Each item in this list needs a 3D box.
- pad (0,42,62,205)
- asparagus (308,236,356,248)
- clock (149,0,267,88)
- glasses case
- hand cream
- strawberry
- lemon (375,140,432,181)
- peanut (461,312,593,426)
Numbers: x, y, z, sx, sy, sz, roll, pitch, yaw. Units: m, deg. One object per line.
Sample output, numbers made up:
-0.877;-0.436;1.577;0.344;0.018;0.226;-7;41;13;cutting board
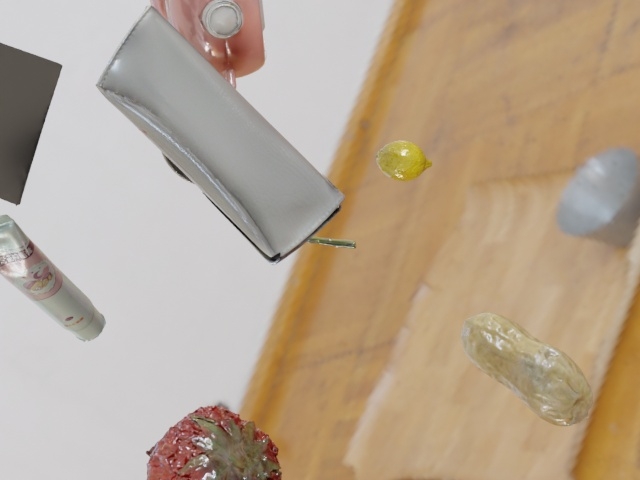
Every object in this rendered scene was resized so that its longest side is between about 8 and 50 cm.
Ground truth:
-0.415;-0.154;1.615;0.006;0.245;0.170;5;-76;-68;pad
0.000;0.000;2.232;0.014;0.114;0.015;-70;-16;-56;asparagus
-0.141;-0.306;1.742;0.142;0.227;0.241;-9;29;-6;clock
-0.118;-0.106;1.550;0.128;0.308;0.083;-52;15;-31;glasses case
-0.392;0.049;1.966;0.085;0.331;0.058;-14;57;12;hand cream
-0.096;0.228;1.367;0.086;0.145;0.145;-46;23;38;strawberry
0.132;-0.125;2.233;0.065;0.092;0.065;-171;90;-80;lemon
0.284;0.172;1.957;0.214;0.099;0.099;38;91;26;peanut
